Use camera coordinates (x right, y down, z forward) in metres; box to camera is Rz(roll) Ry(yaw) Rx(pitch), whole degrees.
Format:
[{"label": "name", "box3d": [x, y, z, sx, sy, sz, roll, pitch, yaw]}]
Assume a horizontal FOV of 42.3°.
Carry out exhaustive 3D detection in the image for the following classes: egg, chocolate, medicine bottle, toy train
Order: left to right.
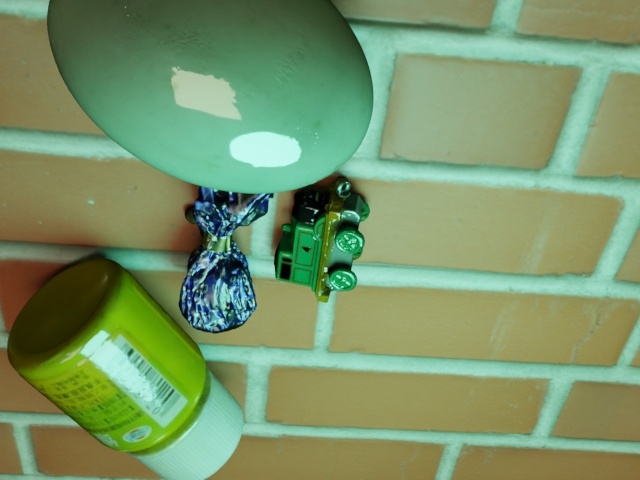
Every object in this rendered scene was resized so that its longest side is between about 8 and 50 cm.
[{"label": "medicine bottle", "box3d": [-0.302, 0.226, 1.353, 0.224, 0.224, 0.384, -23, 128, 17]}, {"label": "egg", "box3d": [-0.120, -0.201, 0.956, 0.389, 0.276, 0.276, 25, 126, -17]}, {"label": "chocolate", "box3d": [-0.145, -0.022, 1.222, 0.148, 0.126, 0.343, 33, 131, 25]}, {"label": "toy train", "box3d": [0.000, 0.000, 1.259, 0.136, 0.091, 0.227, 9, 131, 4]}]
